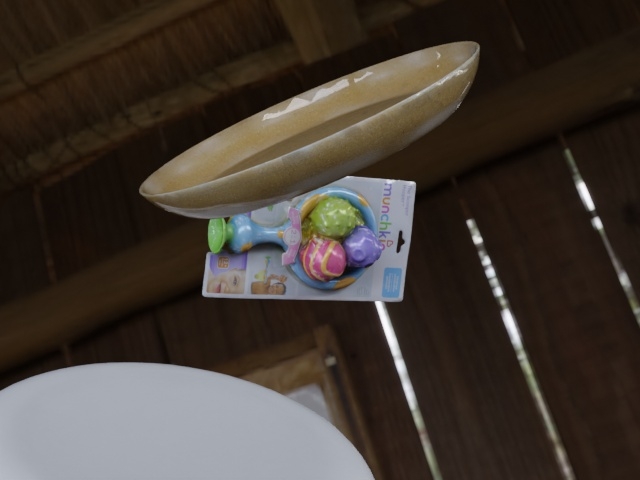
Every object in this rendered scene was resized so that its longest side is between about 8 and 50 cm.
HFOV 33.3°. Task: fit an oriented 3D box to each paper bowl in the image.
[{"bbox_3d":[-0.080,0.159,0.507,0.284,0.284,0.148,0,-70,-36],"label":"paper bowl"}]

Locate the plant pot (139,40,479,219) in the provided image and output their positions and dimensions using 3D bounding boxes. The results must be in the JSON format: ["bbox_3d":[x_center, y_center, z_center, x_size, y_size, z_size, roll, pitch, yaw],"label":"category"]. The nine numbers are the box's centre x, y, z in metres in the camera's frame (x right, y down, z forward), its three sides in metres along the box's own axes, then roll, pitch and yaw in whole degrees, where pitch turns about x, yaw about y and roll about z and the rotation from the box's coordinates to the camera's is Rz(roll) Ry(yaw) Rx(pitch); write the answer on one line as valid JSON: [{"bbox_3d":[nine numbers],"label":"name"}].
[{"bbox_3d":[-0.003,-0.069,0.696,0.236,0.032,0.236,-23,15,6],"label":"plant pot"}]

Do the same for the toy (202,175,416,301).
[{"bbox_3d":[0.000,0.000,1.124,0.237,0.136,0.056,3,8,-23],"label":"toy"}]
